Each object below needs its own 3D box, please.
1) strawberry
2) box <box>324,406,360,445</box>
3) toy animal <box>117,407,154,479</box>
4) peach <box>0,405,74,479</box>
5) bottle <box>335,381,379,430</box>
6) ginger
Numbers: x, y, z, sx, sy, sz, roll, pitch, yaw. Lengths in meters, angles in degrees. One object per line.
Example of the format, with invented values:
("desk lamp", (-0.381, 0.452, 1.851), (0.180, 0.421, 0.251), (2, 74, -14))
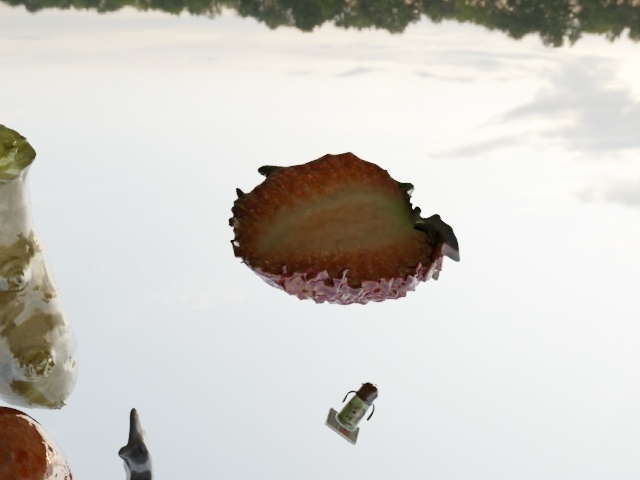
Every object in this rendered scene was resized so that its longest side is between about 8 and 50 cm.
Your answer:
("strawberry", (0.000, 0.000, 0.867), (0.306, 0.137, 0.233), (-9, -130, -33))
("box", (0.048, 0.404, 1.501), (0.083, 0.012, 0.046), (39, -143, -13))
("toy animal", (-0.233, 0.428, 0.890), (0.081, 0.367, 0.206), (-4, -164, 1))
("peach", (-0.346, 0.265, 0.640), (0.232, 0.232, 0.232), (-2, -156, 1))
("bottle", (0.074, 0.317, 1.339), (0.063, 0.101, 0.047), (33, -174, -34))
("ginger", (-0.393, 0.035, 0.876), (0.166, 0.375, 0.236), (0, -166, -26))
